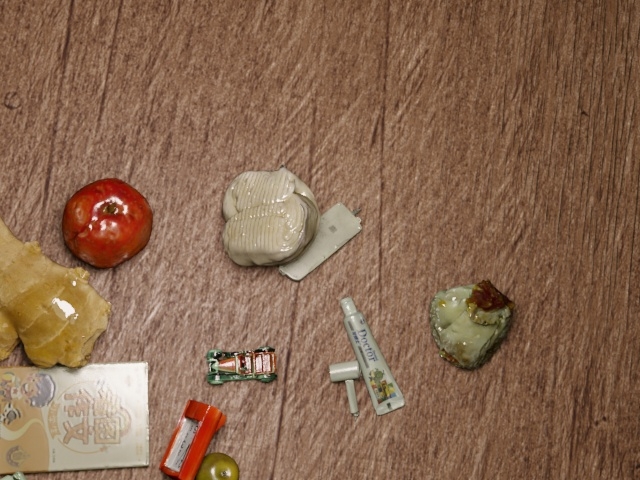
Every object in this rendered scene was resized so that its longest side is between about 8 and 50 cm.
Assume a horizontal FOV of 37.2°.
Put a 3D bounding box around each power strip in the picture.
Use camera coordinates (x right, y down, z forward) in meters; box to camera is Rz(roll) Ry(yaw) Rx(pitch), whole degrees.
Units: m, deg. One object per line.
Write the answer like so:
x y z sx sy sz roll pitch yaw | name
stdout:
0.000 0.000 2.013 0.227 0.029 0.080 -39 85 -14 | power strip

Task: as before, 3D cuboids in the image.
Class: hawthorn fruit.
-0.415 -0.038 1.859 0.179 0.200 0.179 3 79 -16 | hawthorn fruit

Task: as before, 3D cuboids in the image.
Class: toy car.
-0.159 0.252 1.920 0.143 0.054 0.073 -1 78 -11 | toy car

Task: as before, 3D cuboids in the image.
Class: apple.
-0.201 0.460 1.862 0.090 0.074 0.089 12 64 -25 | apple

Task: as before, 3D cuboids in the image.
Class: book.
-0.486 0.346 1.862 0.296 0.020 0.207 -1 78 -11 | book

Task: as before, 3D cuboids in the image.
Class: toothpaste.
0.101 0.237 1.982 0.067 0.037 0.255 -22 87 -13 | toothpaste

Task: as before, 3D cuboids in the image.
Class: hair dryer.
0.057 0.312 1.959 0.063 0.038 0.124 -9 94 6 | hair dryer

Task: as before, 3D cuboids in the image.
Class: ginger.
-0.587 0.104 1.865 0.375 0.166 0.236 37 111 22 | ginger

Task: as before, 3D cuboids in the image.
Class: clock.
-0.248 0.395 1.850 0.061 0.113 0.155 32 74 -25 | clock

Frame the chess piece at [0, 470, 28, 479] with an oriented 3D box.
-0.517 0.576 1.734 0.195 0.194 0.299 -35 78 -15 | chess piece

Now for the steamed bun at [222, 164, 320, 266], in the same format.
-0.090 -0.038 1.937 0.144 0.218 0.211 31 58 -48 | steamed bun

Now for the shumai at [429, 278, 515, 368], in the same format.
0.325 0.174 1.979 0.184 0.142 0.184 2 75 -9 | shumai
